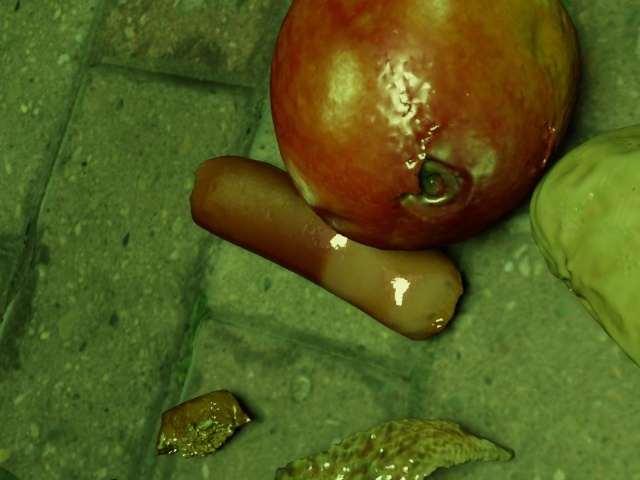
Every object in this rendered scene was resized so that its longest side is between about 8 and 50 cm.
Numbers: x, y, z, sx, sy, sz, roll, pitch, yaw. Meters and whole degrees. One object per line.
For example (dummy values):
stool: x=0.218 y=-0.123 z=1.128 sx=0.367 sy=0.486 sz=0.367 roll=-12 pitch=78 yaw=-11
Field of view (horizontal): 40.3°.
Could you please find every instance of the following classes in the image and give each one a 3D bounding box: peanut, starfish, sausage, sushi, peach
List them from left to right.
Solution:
sushi: x=-0.115 y=0.183 z=0.852 sx=0.118 sy=0.062 sz=0.060 roll=-34 pitch=64 yaw=41
starfish: x=-0.005 y=0.301 z=0.751 sx=0.398 sy=0.132 sz=0.383 roll=-35 pitch=72 yaw=15
sausage: x=0.000 y=0.000 z=0.833 sx=0.300 sy=0.083 sz=0.089 roll=27 pitch=83 yaw=23
peach: x=0.088 y=-0.128 z=0.733 sx=0.281 sy=0.238 sz=0.280 roll=-8 pitch=54 yaw=11
peanut: x=0.327 y=0.045 z=0.630 sx=0.387 sy=0.169 sz=0.192 roll=31 pitch=56 yaw=25
